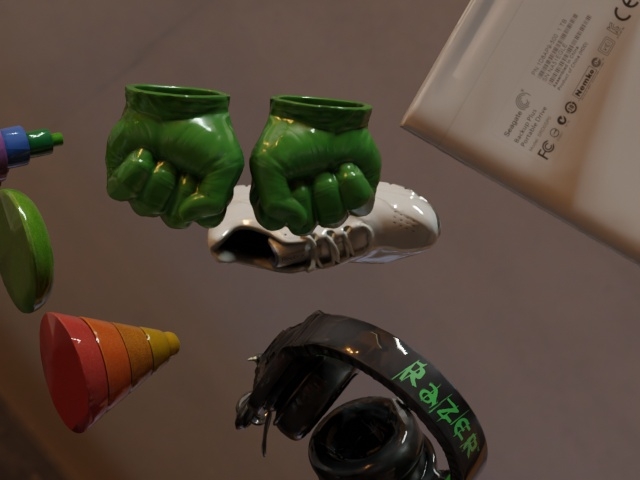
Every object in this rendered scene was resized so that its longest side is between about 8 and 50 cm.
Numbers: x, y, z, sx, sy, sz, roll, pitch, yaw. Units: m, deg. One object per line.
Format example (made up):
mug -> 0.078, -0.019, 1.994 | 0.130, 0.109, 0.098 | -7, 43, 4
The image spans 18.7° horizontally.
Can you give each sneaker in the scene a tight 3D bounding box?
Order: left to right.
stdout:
sneaker -> 0.000, 0.000, 2.394 | 0.297, 0.129, 0.111 | -3, -65, 11

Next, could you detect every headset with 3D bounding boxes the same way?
headset -> 0.033, 0.169, 2.087 | 0.243, 0.185, 0.394 | 52, -31, -18

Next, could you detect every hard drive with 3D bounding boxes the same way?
hard drive -> 0.273, -0.104, 1.564 | 0.353, 0.233, 0.047 | 30, 1, -4

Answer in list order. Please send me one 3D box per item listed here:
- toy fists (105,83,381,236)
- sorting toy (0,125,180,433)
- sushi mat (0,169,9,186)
toy fists -> -0.076, -0.075, 1.958 | 0.096, 0.279, 0.142 | -128, -138, -74
sorting toy -> -0.246, 0.018, 1.948 | 0.365, 0.126, 0.127 | 62, -28, 29
sushi mat -> -0.537, -0.132, 2.451 | 0.316, 0.019, 0.151 | 39, -71, 13
